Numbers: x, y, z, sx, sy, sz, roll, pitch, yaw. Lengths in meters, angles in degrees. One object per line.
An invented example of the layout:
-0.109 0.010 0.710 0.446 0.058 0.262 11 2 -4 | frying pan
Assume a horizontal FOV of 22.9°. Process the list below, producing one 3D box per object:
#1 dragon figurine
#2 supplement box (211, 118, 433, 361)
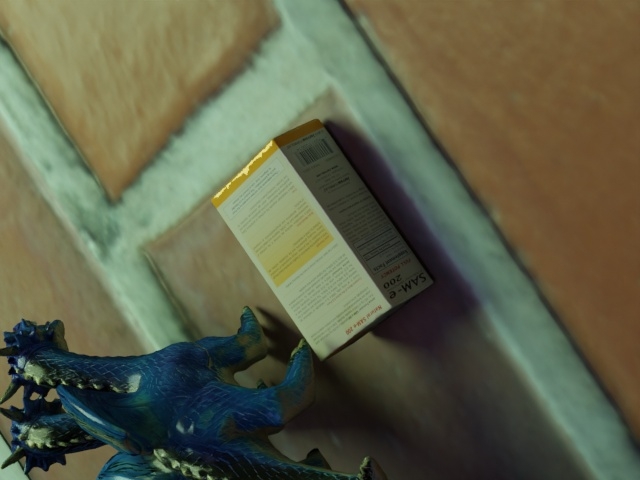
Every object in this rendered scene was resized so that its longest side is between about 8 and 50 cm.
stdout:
-0.073 0.100 0.765 0.289 0.144 0.085 -145 42 -61 | dragon figurine
0.000 0.000 0.760 0.098 0.036 0.062 56 135 6 | supplement box
